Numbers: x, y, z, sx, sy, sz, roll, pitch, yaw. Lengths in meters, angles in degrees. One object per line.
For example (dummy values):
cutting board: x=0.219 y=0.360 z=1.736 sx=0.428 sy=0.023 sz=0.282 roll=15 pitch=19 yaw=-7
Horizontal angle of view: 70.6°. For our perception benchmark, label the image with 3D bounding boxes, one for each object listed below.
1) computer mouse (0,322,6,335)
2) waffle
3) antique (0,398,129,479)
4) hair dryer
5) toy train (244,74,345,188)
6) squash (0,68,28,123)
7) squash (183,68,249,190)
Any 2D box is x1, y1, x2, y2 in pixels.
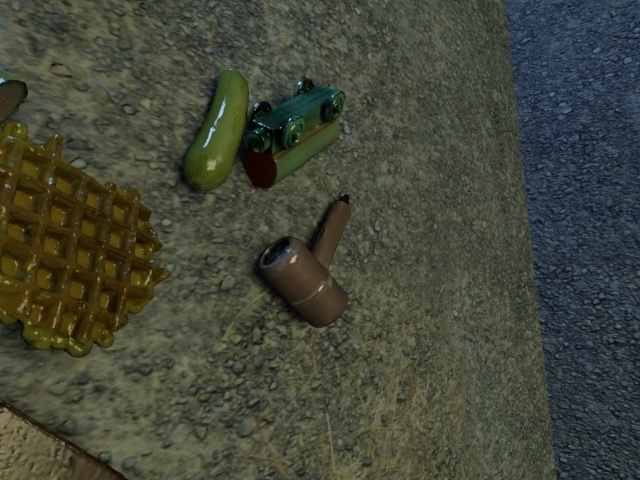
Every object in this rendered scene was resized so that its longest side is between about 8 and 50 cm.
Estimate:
computer mouse: x=-0.445 y=0.090 z=0.481 sx=0.184 sy=0.121 sz=0.297 roll=36 pitch=60 yaw=-36
waffle: x=-0.326 y=-0.002 z=0.601 sx=0.301 sy=0.058 sz=0.282 roll=58 pitch=28 yaw=-35
antique: x=-0.331 y=0.322 z=0.585 sx=0.310 sy=0.087 sz=0.093 roll=52 pitch=49 yaw=-27
hair dryer: x=0.000 y=0.000 z=0.997 sx=0.189 sy=0.106 sz=0.344 roll=49 pitch=43 yaw=-27
toy train: x=-0.049 y=-0.221 z=0.940 sx=0.285 sy=0.116 sz=0.177 roll=-45 pitch=155 yaw=-42
squash: x=-0.455 y=-0.204 z=0.553 sx=0.132 sy=0.105 sz=0.105 roll=43 pitch=53 yaw=-13
squash: x=-0.184 y=-0.200 z=0.831 sx=0.083 sy=0.083 sz=0.250 roll=33 pitch=59 yaw=-38
